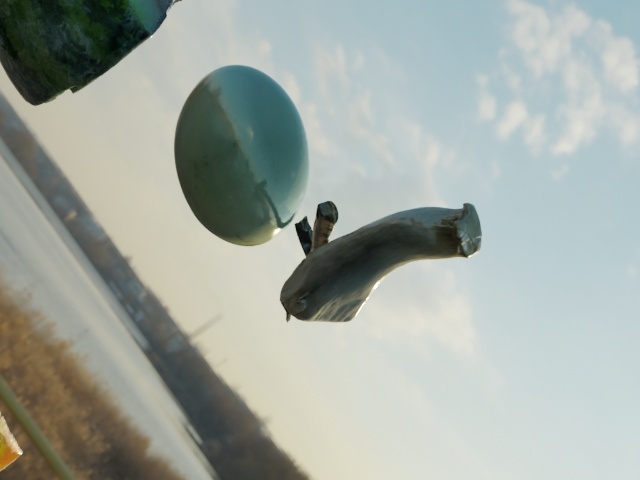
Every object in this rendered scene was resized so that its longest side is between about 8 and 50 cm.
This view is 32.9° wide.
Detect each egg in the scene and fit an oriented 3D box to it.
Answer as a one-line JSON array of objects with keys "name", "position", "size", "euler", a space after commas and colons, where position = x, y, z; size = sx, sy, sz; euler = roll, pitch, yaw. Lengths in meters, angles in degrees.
[{"name": "egg", "position": [-0.118, -0.128, 1.627], "size": [0.203, 0.202, 0.283], "euler": [95, -12, -75]}]

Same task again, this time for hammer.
[{"name": "hammer", "position": [0.001, 0.000, 1.499], "size": [0.297, 0.027, 0.125], "euler": [106, -37, -77]}]

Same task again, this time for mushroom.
[{"name": "mushroom", "position": [0.065, 0.026, 1.281], "size": [0.096, 0.278, 0.099], "euler": [63, 25, 6]}]

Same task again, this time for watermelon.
[{"name": "watermelon", "position": [-0.285, -0.259, 1.216], "size": [0.305, 0.180, 0.224], "euler": [-13, -100, 47]}]

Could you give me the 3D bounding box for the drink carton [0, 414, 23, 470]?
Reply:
[{"name": "drink carton", "position": [-0.287, 0.150, 0.610], "size": [0.071, 0.223, 0.096], "euler": [38, -27, 27]}]
